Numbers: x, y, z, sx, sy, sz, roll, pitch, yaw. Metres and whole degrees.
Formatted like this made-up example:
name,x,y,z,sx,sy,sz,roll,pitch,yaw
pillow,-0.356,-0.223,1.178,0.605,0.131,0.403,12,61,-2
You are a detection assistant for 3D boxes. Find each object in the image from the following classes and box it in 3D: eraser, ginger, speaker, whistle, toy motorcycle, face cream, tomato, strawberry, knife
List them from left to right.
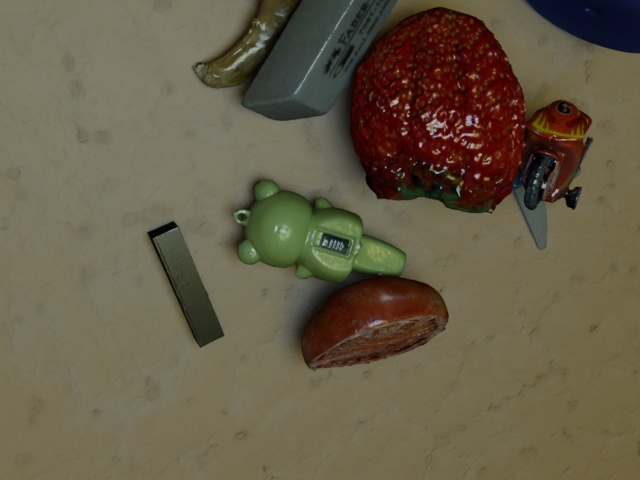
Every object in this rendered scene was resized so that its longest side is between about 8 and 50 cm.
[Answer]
name,x,y,z,sx,sy,sz,roll,pitch,yaw
speaker,-0.201,0.067,1.233,0.046,0.040,0.191,-25,111,-15
ginger,-0.048,-0.344,1.154,0.333,0.081,0.148,-54,152,7
whistle,0.000,0.000,1.250,0.289,0.106,0.131,17,87,-21
eraser,0.029,-0.310,1.142,0.352,0.077,0.111,-57,158,11
tomato,0.078,0.124,1.282,0.237,0.236,0.095,-12,66,-17
strawberry,0.181,-0.191,1.190,0.250,0.239,0.288,0,101,-62
knife,0.353,-0.084,1.406,0.058,0.032,0.244,-44,119,-14
toy motorcycle,0.370,-0.135,1.279,0.089,0.298,0.171,11,103,21
face cream,0.460,-0.438,1.227,0.249,0.249,0.225,28,88,-25
